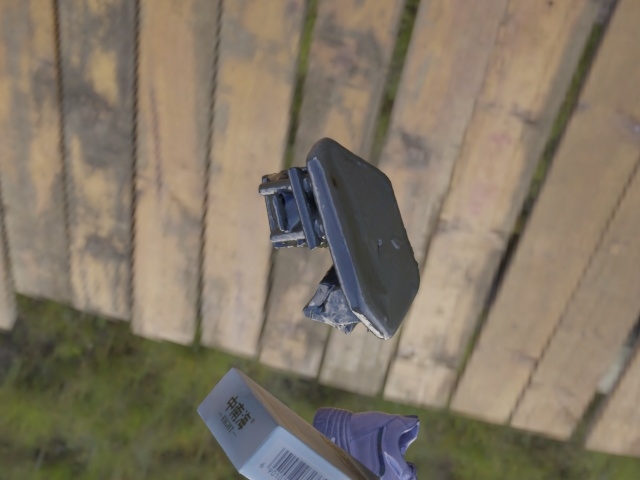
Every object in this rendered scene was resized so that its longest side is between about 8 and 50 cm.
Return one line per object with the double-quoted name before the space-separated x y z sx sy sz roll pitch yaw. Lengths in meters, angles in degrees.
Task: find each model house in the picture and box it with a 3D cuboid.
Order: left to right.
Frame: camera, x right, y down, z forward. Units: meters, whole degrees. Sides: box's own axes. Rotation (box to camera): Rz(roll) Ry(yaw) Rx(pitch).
"model house" 0.008 -0.003 1.699 0.188 0.122 0.229 -6 106 53

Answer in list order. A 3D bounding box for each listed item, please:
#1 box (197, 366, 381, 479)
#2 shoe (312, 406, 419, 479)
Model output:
"box" -0.007 0.248 1.622 0.243 0.067 0.155 40 -177 -30
"shoe" 0.061 0.323 1.921 0.137 0.245 0.095 -8 152 14
